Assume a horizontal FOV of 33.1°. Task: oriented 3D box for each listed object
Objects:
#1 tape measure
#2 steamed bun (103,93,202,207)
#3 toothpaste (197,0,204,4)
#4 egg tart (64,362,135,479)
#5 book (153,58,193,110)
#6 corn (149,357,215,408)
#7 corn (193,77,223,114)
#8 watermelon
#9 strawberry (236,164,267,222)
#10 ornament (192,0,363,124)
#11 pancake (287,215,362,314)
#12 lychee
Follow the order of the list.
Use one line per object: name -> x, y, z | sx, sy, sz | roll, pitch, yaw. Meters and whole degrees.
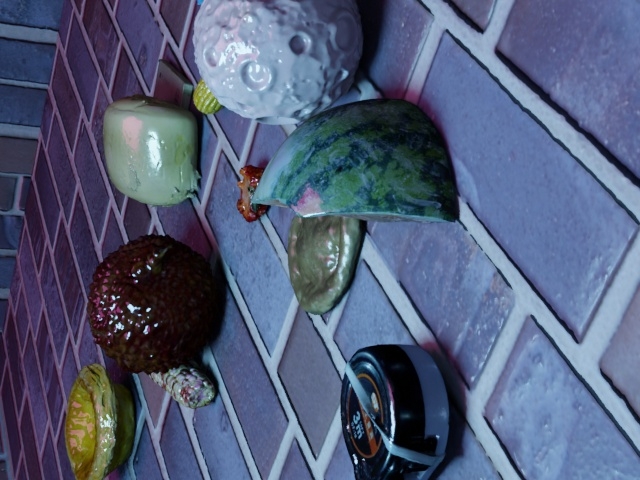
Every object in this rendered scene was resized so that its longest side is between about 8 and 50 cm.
tape measure -> 0.095, 0.224, 1.382 | 0.181, 0.107, 0.182 | 122, 142, -49
steamed bun -> -0.375, -0.190, 2.308 | 0.273, 0.166, 0.232 | 28, 114, 51
toothpaste -> -0.247, -0.601, 2.263 | 0.065, 0.050, 0.267 | 120, 144, -44
egg tart -> -0.522, 0.448, 2.603 | 0.319, 0.128, 0.319 | -8, 81, 62
book -> -0.356, -0.253, 2.469 | 0.215, 0.025, 0.283 | 43, 126, 56
corn -> -0.285, 0.276, 2.187 | 0.280, 0.092, 0.092 | 27, 111, 60
corn -> -0.188, -0.314, 2.086 | 0.203, 0.072, 0.072 | -42, 50, 54
watermelon -> 0.038, -0.091, 1.468 | 0.256, 0.260, 0.176 | -91, 7, -51
strawberry -> -0.119, -0.084, 1.939 | 0.152, 0.048, 0.104 | -174, 81, -78
ornament -> -0.061, -0.289, 1.610 | 0.259, 0.259, 0.225 | -5, 82, 64
pancake -> -0.001, 0.000, 1.683 | 0.236, 0.042, 0.223 | -48, 43, 51
lychee -> -0.324, 0.118, 2.085 | 0.264, 0.264, 0.300 | -113, 24, -43
